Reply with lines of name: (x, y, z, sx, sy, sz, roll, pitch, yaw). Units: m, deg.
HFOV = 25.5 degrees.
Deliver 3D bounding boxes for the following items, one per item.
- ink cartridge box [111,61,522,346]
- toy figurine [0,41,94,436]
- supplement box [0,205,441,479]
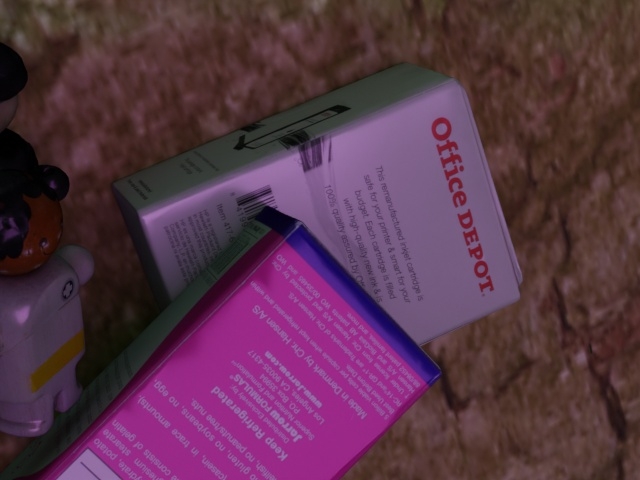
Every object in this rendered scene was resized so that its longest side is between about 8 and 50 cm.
ink cartridge box: (0.000, 0.000, 0.846, 0.203, 0.086, 0.148, -23, 110, -13)
toy figurine: (-0.223, 0.002, 0.695, 0.213, 0.209, 0.148, -10, 123, -16)
supplement box: (-0.061, 0.100, 0.733, 0.220, 0.111, 0.114, -44, 101, -3)
